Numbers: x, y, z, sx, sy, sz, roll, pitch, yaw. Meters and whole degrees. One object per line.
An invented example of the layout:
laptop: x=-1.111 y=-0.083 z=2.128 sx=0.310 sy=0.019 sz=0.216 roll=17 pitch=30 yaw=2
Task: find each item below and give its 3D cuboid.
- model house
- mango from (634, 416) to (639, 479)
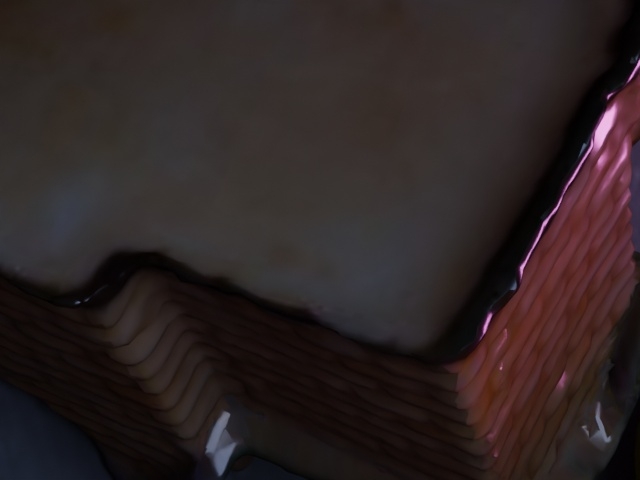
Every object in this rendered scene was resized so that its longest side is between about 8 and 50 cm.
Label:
model house: x=0.000 y=0.000 z=0.565 sx=0.166 sy=0.183 sz=0.172 roll=-57 pitch=152 yaw=-24
mango: x=0.285 y=0.130 z=0.653 sx=0.384 sy=0.221 sz=0.199 roll=18 pitch=40 yaw=11
